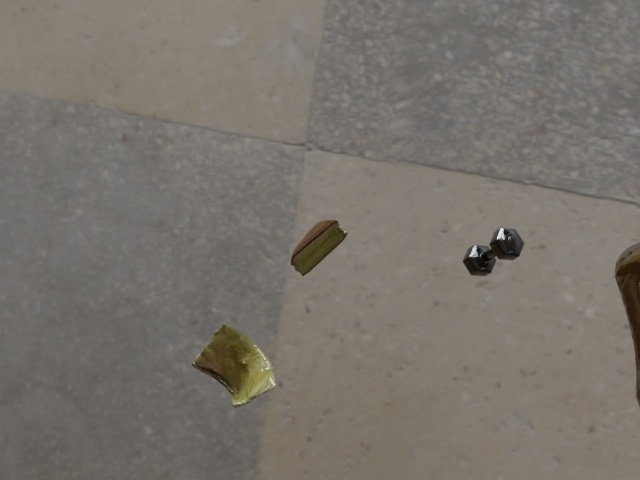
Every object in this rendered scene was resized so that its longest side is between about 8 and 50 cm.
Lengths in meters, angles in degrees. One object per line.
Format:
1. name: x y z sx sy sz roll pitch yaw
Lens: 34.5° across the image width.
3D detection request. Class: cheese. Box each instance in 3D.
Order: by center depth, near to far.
1. cheese: -0.078 0.128 0.996 0.060 0.041 0.084 -50 62 13

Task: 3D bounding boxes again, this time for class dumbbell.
1. dumbbell: 0.204 0.014 1.216 0.083 0.040 0.036 140 130 -57

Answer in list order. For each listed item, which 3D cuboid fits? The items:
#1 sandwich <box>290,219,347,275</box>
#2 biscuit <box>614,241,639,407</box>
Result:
1. sandwich: 0.000 0.000 1.161 0.031 0.044 0.083 41 119 -16
2. biscuit: 0.209 0.032 0.408 0.182 0.034 0.215 -39 92 19
